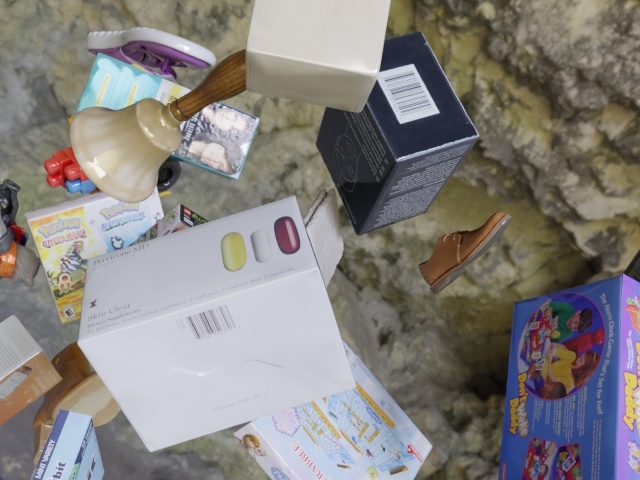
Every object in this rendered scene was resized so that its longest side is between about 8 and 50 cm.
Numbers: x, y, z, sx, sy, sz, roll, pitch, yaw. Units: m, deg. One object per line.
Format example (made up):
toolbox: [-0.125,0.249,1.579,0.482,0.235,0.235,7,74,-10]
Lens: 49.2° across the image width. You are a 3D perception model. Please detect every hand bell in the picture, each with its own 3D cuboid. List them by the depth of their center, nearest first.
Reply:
hand bell: [-0.148,-0.148,0.767,0.126,0.242,0.126,40,36,-37]

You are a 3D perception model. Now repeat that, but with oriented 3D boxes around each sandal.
sandal: [-0.345,-0.354,1.409,0.169,0.102,0.416,11,6,-40]

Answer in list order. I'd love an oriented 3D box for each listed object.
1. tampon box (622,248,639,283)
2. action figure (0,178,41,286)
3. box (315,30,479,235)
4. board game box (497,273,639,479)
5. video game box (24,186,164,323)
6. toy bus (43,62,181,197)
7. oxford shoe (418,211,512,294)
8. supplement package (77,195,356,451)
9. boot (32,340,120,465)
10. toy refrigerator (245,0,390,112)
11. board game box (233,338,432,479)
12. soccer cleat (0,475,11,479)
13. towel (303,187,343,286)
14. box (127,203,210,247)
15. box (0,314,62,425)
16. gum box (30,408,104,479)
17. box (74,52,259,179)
tampon box: [0.694,0.044,1.349,0.120,0.161,0.101,18,27,-12]
action figure: [-0.720,0.044,1.363,0.330,0.341,0.178,11,25,-15]
box: [0.161,-0.239,1.665,0.395,0.212,0.293,114,-45,-65]
board game box: [0.409,0.249,1.125,0.078,0.347,0.233,24,-26,-23]
video game box: [-0.346,0.015,1.134,0.048,0.205,0.187,30,-45,57]
toy bus: [-0.358,-0.163,1.179,0.149,0.211,0.220,43,-42,27]
oxford shoe: [0.246,0.010,1.229,0.076,0.212,0.076,-19,69,-51]
supplement package: [-0.117,0.099,0.828,0.145,0.262,0.204,-109,-178,-52]
boot: [-0.449,0.259,1.294,0.104,0.295,0.211,27,28,-32]
toy refrigerator: [0.011,-0.252,0.577,0.102,0.269,0.094,10,-10,-4]
board game box: [0.037,0.382,1.334,0.319,0.066,0.318,50,39,0]
soccer cleat: [-0.700,0.542,1.297,0.093,0.289,0.121,53,-14,29]
towel: [0.000,0.000,1.730,0.282,0.049,0.187,-60,143,-62]
box: [-0.156,0.040,0.987,0.207,0.114,0.036,36,30,-37]
box: [-0.536,0.229,1.149,0.091,0.170,0.130,42,-25,21]
gum box: [-0.298,0.304,0.798,0.041,0.157,0.184,13,-39,-2]
box: [-0.222,-0.176,1.022,0.244,0.100,0.060,20,-1,-18]
